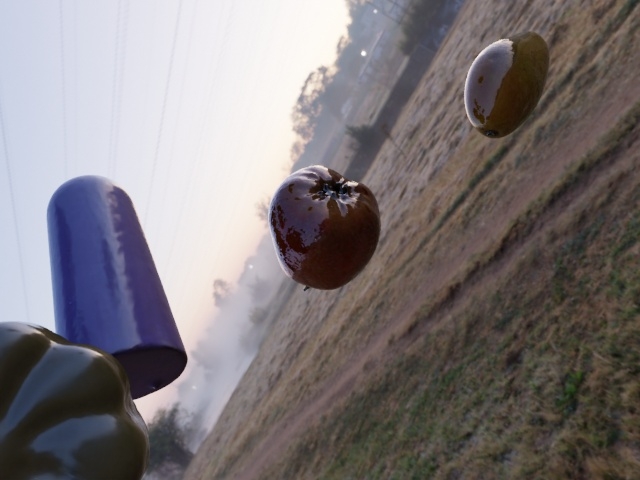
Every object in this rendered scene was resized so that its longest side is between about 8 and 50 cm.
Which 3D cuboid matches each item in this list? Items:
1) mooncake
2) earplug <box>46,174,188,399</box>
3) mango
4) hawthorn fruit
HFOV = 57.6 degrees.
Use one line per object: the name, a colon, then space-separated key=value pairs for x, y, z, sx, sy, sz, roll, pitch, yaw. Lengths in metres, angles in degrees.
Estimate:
mooncake: x=-0.414 y=0.286 z=0.755 sx=0.379 sy=0.378 sz=0.201 roll=-62 pitch=8 yaw=-19
earplug: x=-0.410 y=0.064 z=1.108 sx=0.215 sy=0.215 sz=0.456 roll=-58 pitch=47 yaw=45
mango: x=0.328 y=-0.285 z=1.008 sx=0.113 sy=0.138 sz=0.253 roll=-6 pitch=40 yaw=51
hawthorn fruit: x=0.000 y=0.000 z=0.965 sx=0.197 sy=0.196 sz=0.226 roll=-65 pitch=-10 yaw=-55
